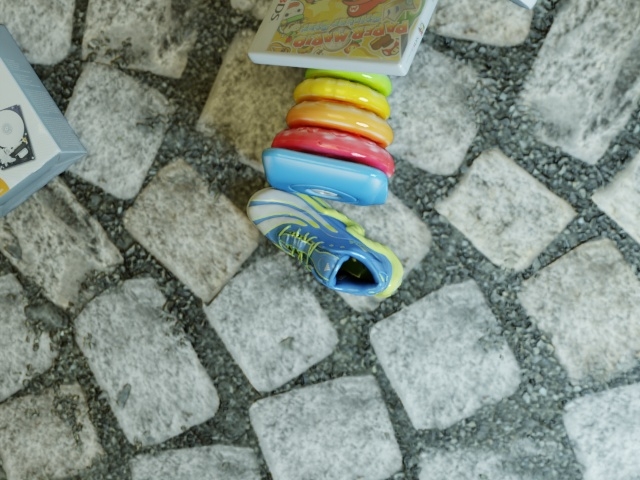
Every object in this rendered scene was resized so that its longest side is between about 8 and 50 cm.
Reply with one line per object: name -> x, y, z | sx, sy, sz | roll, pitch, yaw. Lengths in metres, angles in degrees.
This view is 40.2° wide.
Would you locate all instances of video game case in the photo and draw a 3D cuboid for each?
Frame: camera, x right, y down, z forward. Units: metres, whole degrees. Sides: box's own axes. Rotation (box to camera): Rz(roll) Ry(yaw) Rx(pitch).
video game case -> 0.040, -0.304, 1.098 | 0.227, 0.026, 0.206 | 12, 69, 31

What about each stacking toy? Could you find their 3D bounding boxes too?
stacking toy -> 0.035, -0.205, 1.146 | 0.165, 0.175, 0.302 | 11, 83, 2

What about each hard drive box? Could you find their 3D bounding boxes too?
hard drive box -> -0.485, -0.173, 1.271 | 0.181, 0.089, 0.232 | -35, 87, 12

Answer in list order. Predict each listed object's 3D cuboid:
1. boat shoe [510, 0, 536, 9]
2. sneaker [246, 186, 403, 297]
boat shoe -> 0.200, -0.390, 1.120 | 0.228, 0.080, 0.076 | 43, 103, 13
sneaker -> 0.000, 0.000, 1.167 | 0.240, 0.126, 0.091 | 27, 100, 8
